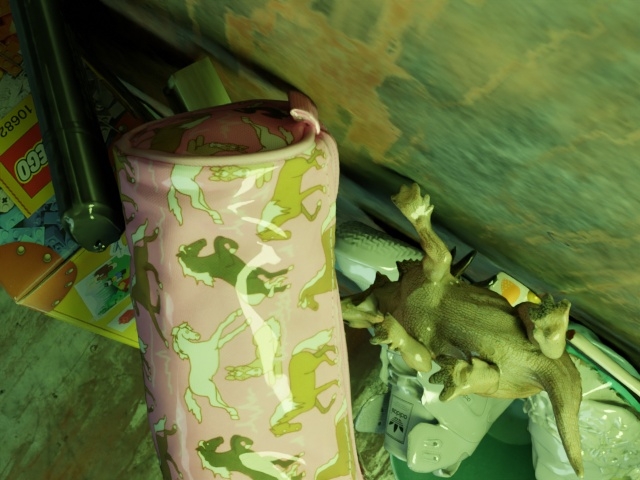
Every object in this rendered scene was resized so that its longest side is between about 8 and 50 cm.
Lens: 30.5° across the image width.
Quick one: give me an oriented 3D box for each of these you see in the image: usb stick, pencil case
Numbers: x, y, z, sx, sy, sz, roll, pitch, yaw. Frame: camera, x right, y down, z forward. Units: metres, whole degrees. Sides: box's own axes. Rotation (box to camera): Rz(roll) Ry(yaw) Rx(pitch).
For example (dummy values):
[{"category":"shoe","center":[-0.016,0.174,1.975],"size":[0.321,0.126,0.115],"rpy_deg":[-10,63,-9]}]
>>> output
[{"category":"usb stick","center":[-0.211,-0.122,0.949],"size":[0.077,0.045,0.278],"rpy_deg":[59,-168,-67]},{"category":"pencil case","center":[-0.055,0.080,0.926],"size":[0.160,0.167,0.386],"rpy_deg":[17,121,48]}]

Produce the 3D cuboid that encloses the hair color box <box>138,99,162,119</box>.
[{"category":"hair color box","center":[-0.251,-0.114,1.844],"size":[0.185,0.113,0.374],"rpy_deg":[30,175,36]}]

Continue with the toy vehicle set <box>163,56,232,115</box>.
[{"category":"toy vehicle set","center":[-0.065,-0.032,1.068],"size":[0.266,0.035,0.166],"rpy_deg":[64,172,-8]}]

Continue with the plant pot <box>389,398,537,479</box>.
[{"category":"plant pot","center":[0.278,0.305,1.835],"size":[0.290,0.290,0.195],"rpy_deg":[33,-148,9]}]

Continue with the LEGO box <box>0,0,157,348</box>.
[{"category":"LEGO box","center":[-0.269,-0.082,1.298],"size":[0.372,0.193,0.500],"rpy_deg":[47,179,16]}]

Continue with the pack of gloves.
[{"category":"pack of gloves","center":[0.308,0.130,1.041],"size":[0.232,0.046,0.195],"rpy_deg":[38,-176,-1]}]

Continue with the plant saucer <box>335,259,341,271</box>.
[{"category":"plant saucer","center":[0.000,0.000,1.750],"size":[0.195,0.037,0.195],"rpy_deg":[34,175,3]}]

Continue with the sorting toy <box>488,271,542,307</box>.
[{"category":"sorting toy","center":[0.174,0.080,1.108],"size":[0.045,0.075,0.083],"rpy_deg":[32,176,26]}]

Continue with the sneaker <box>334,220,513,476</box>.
[{"category":"sneaker","center":[0.106,0.138,1.349],"size":[0.366,0.210,0.137],"rpy_deg":[37,174,-39]}]

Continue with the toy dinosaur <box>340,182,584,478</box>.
[{"category":"toy dinosaur","center":[0.133,0.078,0.978],"size":[0.296,0.127,0.200],"rpy_deg":[36,177,29]}]

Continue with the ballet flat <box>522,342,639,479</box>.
[{"category":"ballet flat","center":[0.289,0.214,1.198],"size":[0.147,0.147,0.409],"rpy_deg":[31,178,33]}]
